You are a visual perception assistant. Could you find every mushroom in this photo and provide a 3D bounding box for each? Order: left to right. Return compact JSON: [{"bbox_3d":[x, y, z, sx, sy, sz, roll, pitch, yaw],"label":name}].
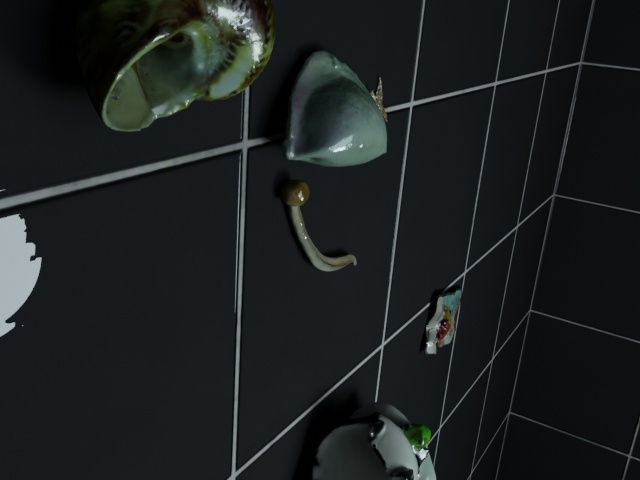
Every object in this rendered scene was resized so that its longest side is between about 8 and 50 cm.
[{"bbox_3d":[0.002,0.002,1.026,0.068,0.043,0.306,-43,148,-5],"label":"mushroom"}]

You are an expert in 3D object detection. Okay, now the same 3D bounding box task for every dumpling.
[{"bbox_3d":[0.012,-0.164,0.908,0.216,0.149,0.105,-23,163,-49],"label":"dumpling"}]

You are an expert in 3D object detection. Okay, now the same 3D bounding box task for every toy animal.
[{"bbox_3d":[0.111,0.407,1.243,0.266,0.212,0.213,7,98,-61],"label":"toy animal"}]

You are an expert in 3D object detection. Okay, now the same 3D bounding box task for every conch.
[{"bbox_3d":[-0.132,-0.182,0.600,0.187,0.124,0.181,-48,160,2],"label":"conch"}]

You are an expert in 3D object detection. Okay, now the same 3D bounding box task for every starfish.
[{"bbox_3d":[0.093,-0.219,1.099,0.086,0.016,0.092,-6,107,-63],"label":"starfish"}]

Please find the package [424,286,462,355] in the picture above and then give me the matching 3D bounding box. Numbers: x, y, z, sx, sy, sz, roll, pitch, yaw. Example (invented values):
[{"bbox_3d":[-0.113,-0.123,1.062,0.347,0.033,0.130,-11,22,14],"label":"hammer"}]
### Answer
[{"bbox_3d":[0.318,0.202,1.704,0.232,0.040,0.166,3,101,-63],"label":"package"}]
